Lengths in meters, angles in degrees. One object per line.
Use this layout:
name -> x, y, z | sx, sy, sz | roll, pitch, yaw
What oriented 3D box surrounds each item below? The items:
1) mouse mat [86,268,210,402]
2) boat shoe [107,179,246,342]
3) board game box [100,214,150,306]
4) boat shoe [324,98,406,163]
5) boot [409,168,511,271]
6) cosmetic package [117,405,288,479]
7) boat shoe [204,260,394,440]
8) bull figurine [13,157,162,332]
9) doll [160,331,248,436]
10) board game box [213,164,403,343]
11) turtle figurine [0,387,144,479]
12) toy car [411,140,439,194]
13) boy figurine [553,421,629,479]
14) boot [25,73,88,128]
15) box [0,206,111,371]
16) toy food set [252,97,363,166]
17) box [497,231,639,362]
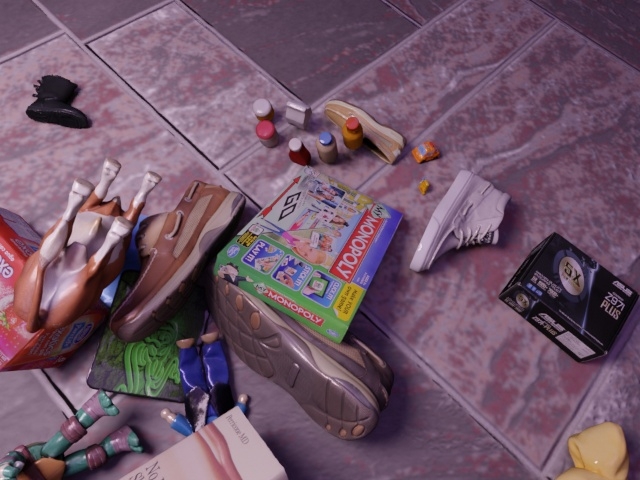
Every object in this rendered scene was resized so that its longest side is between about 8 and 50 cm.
mouse mat -> -0.260, 0.147, 0.711 | 0.152, 0.007, 0.190 | 16, 64, -18
boat shoe -> -0.236, 0.018, 0.718 | 0.116, 0.123, 0.324 | 30, 43, -4
board game box -> -0.317, 0.037, 0.770 | 0.133, 0.033, 0.169 | -15, 72, -19
boat shoe -> 0.082, -0.224, 0.940 | 0.189, 0.068, 0.072 | 30, 79, 9
boot -> 0.271, -0.024, 0.842 | 0.123, 0.095, 0.258 | 29, 62, 15
cosmetic package -> -0.181, 0.354, 0.527 | 0.296, 0.129, 0.153 | -26, 25, -26
boat shoe -> -0.039, 0.150, 0.715 | 0.355, 0.132, 0.130 | 40, 40, 17
bull figurine -> -0.306, -0.007, 0.610 | 0.101, 0.188, 0.310 | 28, 18, -24
doll -> -0.173, 0.241, 0.678 | 0.129, 0.046, 0.189 | -9, 71, -22
board game box -> 0.000, 0.000, 0.758 | 0.213, 0.046, 0.317 | 27, 40, 6
turtle figurine -> -0.356, 0.305, 0.570 | 0.118, 0.175, 0.234 | 29, 51, 33
toy car -> 0.229, -0.157, 0.935 | 0.060, 0.041, 0.122 | -1, 63, -8
boy figurine -> 0.389, 0.403, 0.649 | 0.177, 0.092, 0.285 | 18, 62, 2
boot -> -0.510, -0.277, 0.896 | 0.121, 0.045, 0.099 | 8, 59, -3
box -> -0.462, 0.062, 0.670 | 0.257, 0.128, 0.123 | 41, 83, 12
toy food set -> -0.039, -0.216, 0.875 | 0.232, 0.104, 0.111 | 23, 85, 7
box -> 0.445, 0.100, 0.815 | 0.180, 0.078, 0.147 | 41, 65, 13
